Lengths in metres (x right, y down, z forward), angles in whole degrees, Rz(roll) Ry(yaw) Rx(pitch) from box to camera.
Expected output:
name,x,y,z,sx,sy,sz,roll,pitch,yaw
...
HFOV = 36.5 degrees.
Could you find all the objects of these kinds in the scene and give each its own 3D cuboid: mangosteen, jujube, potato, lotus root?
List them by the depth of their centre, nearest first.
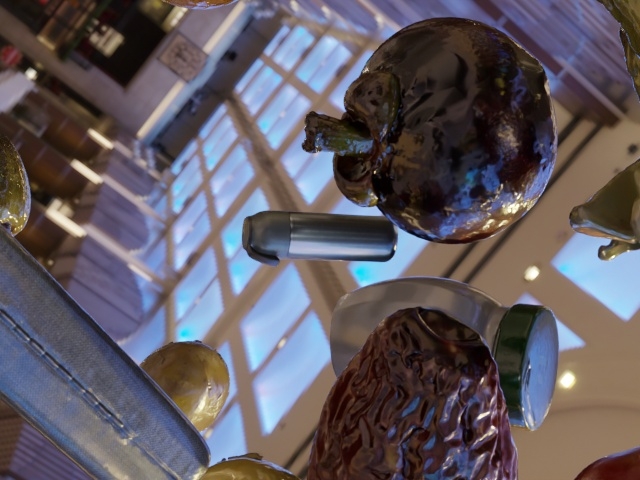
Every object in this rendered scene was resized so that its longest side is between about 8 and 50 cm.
name,x,y,z,sx,sy,sz,roll,pitch,yaw
jujube,0.072,0.159,0.713,0.168,0.168,0.236,-82,179,-60
mangosteen,0.159,-0.146,1.261,0.297,0.293,0.297,-12,-111,33
potato,-0.187,0.198,1.296,0.137,0.137,0.176,-51,179,5
lotus root,-0.544,-0.112,1.516,0.154,0.154,0.278,-45,-124,26

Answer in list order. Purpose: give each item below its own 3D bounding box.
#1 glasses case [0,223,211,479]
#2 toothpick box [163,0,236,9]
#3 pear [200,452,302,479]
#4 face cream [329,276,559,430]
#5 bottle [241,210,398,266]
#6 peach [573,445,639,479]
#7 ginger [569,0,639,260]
name,x,y,z,sx,sy,sz,roll,pitch,yaw
glasses case,-0.194,0.059,0.624,0.074,0.323,0.131,-48,-143,-18
toothpick box,-0.127,-0.305,0.763,0.192,0.192,0.294,-53,166,-2
pear,-0.087,0.411,1.102,0.309,0.309,0.309,-47,-163,19
face cream,0.210,0.199,1.675,0.357,0.312,0.219,5,-134,29
bottle,0.000,0.000,1.591,0.079,0.253,0.096,120,-30,-59
peach,0.320,0.302,0.959,0.197,0.197,0.197,-47,-163,19
ginger,0.302,-0.061,0.811,0.358,0.211,0.413,-67,163,-63
